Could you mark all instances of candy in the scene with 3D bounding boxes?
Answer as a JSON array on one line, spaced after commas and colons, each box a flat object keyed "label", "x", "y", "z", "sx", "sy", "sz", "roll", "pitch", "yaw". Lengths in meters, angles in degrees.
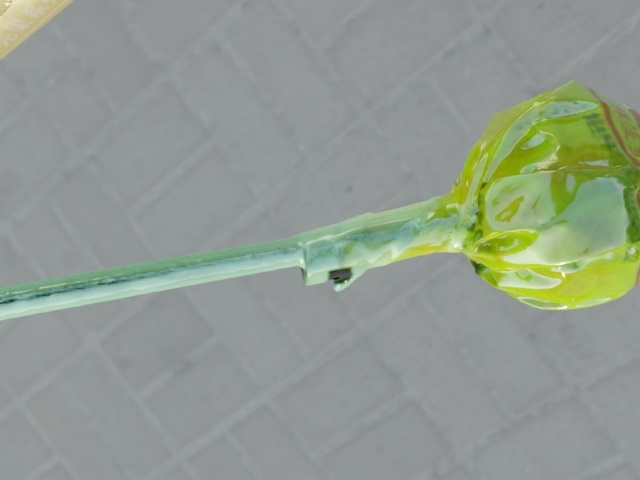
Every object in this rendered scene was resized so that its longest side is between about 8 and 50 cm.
[{"label": "candy", "x": 0.000, "y": 0.000, "z": 0.432, "sx": 0.194, "sy": 0.062, "sz": 0.058, "roll": -10, "pitch": 105, "yaw": -8}]

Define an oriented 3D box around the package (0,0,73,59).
[{"label": "package", "x": -0.173, "y": -0.129, "z": 0.516, "sx": 0.311, "sy": 0.165, "sz": 0.221, "roll": -28, "pitch": 111, "yaw": 37}]
